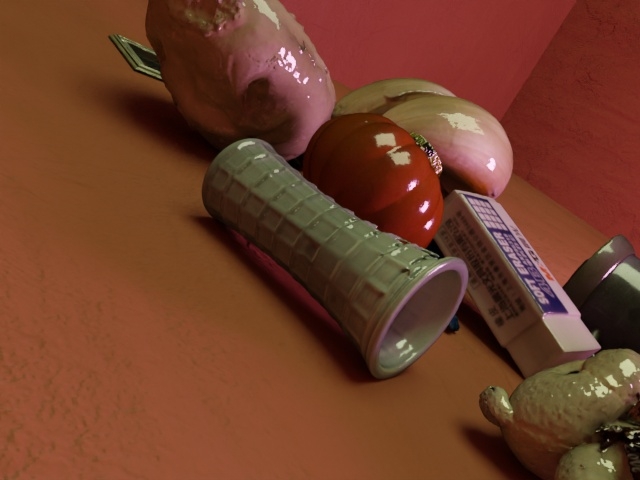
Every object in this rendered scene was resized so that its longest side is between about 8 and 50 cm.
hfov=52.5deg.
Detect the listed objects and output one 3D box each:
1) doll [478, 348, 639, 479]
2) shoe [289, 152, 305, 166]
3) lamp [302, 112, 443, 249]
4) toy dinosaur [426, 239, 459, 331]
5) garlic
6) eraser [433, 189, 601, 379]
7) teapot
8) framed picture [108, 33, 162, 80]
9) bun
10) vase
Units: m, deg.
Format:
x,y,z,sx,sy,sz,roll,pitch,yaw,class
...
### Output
x,y,z,sx,sy,sz,roll,pitch,yaw,class
0.281,0.189,0.555,0.175,0.149,0.278,29,6,-32,doll
-0.061,-0.191,1.245,0.077,0.074,0.194,6,23,-3,shoe
0.069,-0.069,0.893,0.223,0.196,0.223,55,-10,14,lamp
0.154,0.020,0.955,0.188,0.075,0.248,3,54,-61,toy dinosaur
0.188,-0.175,1.168,0.313,0.249,0.286,35,31,-24,garlic
0.270,0.058,0.927,0.124,0.081,0.279,7,46,-46,eraser
0.511,0.176,0.964,0.270,0.200,0.337,-24,54,-36,teapot
-0.299,-0.358,1.388,0.273,0.016,0.216,14,24,-40,framed picture
-0.141,-0.289,1.029,0.362,0.234,0.326,48,8,-42,bun
0.000,0.000,0.704,0.299,0.143,0.143,39,20,31,vase
